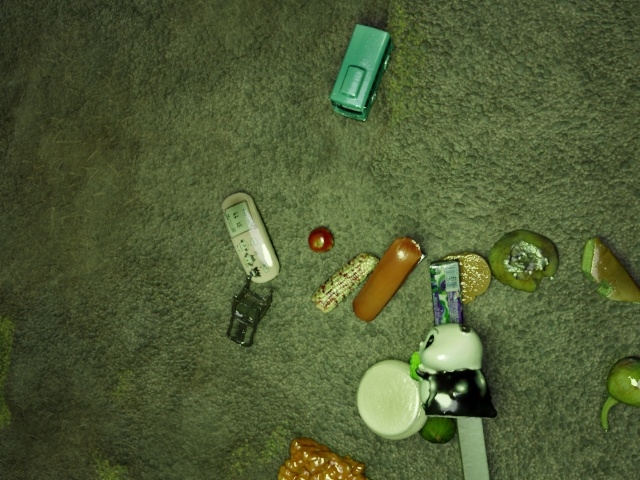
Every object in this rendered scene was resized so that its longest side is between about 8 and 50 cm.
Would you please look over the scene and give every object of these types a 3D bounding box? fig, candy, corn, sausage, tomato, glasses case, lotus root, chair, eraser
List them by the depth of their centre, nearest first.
[{"bbox_3d":[0.875,0.449,1.377,0.149,0.149,0.245,32,116,9],"label":"fig"},{"bbox_3d":[0.615,0.063,1.426,0.203,0.078,0.183,16,95,9],"label":"lotus root"},{"bbox_3d":[0.191,0.128,1.435,0.097,0.094,0.348,34,130,8],"label":"sausage"},{"bbox_3d":[0.354,0.564,1.439,0.117,0.177,0.117,-2,74,8],"label":"fig"},{"bbox_3d":[0.456,0.584,1.450,0.077,0.111,0.353,-7,89,9],"label":"eraser"},{"bbox_3d":[0.388,0.209,1.453,0.088,0.061,0.313,-5,102,12],"label":"candy"},{"bbox_3d":[0.080,0.129,1.530,0.253,0.086,0.086,-43,83,8],"label":"corn"},{"bbox_3d":[0.000,0.000,1.549,0.087,0.075,0.087,1,95,13],"label":"tomato"},{"bbox_3d":[-0.234,-0.008,1.593,0.122,0.075,0.315,-23,88,13],"label":"glasses case"},{"bbox_3d":[-0.240,0.244,1.603,0.106,0.113,0.229,26,134,7],"label":"chair"}]

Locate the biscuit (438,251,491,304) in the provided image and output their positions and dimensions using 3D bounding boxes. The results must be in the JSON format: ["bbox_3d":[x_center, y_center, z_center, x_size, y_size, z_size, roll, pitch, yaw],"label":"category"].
[{"bbox_3d":[0.441,0.115,1.475,0.170,0.050,0.170,4,103,18],"label":"biscuit"}]

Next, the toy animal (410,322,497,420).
[{"bbox_3d":[0.358,0.366,1.334,0.212,0.212,0.267,-10,66,11],"label":"toy animal"}]

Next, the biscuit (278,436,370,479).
[{"bbox_3d":[0.002,0.833,1.548,0.318,0.110,0.312,19,94,10],"label":"biscuit"}]

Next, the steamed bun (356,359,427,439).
[{"bbox_3d":[0.231,0.489,1.470,0.231,0.145,0.232,-10,68,25],"label":"steamed bun"}]

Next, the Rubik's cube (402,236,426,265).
[{"bbox_3d":[0.265,0.051,1.487,0.092,0.092,0.092,42,98,8],"label":"Rubik's cube"}]

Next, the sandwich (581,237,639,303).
[{"bbox_3d":[0.828,0.108,1.377,0.088,0.090,0.244,-38,86,5],"label":"sandwich"}]

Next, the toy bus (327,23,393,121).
[{"bbox_3d":[0.125,-0.516,1.478,0.128,0.147,0.256,21,94,12],"label":"toy bus"}]
